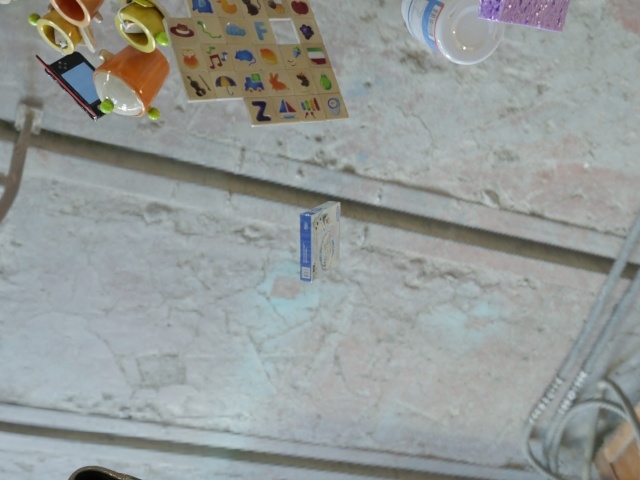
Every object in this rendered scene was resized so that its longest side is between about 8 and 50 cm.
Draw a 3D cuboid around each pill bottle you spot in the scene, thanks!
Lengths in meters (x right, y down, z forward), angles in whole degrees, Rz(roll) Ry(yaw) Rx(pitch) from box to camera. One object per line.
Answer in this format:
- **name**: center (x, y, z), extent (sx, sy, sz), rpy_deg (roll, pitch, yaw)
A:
- **pill bottle**: center (0.222, -0.393, 1.393), extent (0.124, 0.221, 0.124), rpy_deg (-6, 118, -12)

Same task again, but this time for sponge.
- **sponge**: center (0.244, -0.301, 0.899), extent (0.031, 0.210, 0.117), rpy_deg (23, 112, 29)

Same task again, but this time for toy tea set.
- **toy tea set**: center (-0.370, -0.304, 1.180), extent (0.336, 0.124, 0.200), rpy_deg (27, 152, 12)

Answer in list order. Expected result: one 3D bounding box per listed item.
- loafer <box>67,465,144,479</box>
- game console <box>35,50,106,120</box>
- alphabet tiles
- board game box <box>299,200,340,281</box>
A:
- **loafer**: center (-0.073, 0.206, 0.490), extent (0.268, 0.096, 0.084), rpy_deg (2, 115, 38)
- **game console**: center (-0.461, -0.311, 1.536), extent (0.144, 0.124, 0.085), rpy_deg (46, 144, -1)
- **alphabet tiles**: center (-0.086, -0.244, 1.062), extent (0.237, 0.198, 0.009), rpy_deg (-11, 167, -34)
- **board game box**: center (0.000, 0.000, 1.057), extent (0.020, 0.090, 0.090), rpy_deg (8, 106, 25)
